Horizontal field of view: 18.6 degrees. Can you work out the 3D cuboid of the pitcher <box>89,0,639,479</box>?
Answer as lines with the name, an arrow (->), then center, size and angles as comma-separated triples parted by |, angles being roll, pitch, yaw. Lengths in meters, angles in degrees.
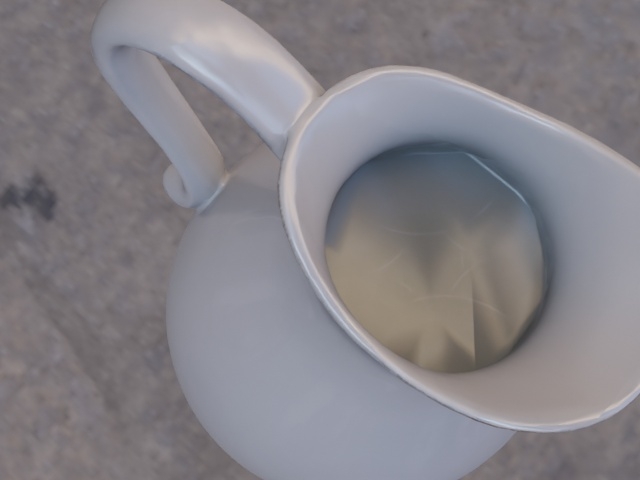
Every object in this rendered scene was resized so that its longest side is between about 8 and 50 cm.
pitcher -> 0.000, 0.000, 0.599 | 0.178, 0.207, 0.125 | 38, 74, -2
